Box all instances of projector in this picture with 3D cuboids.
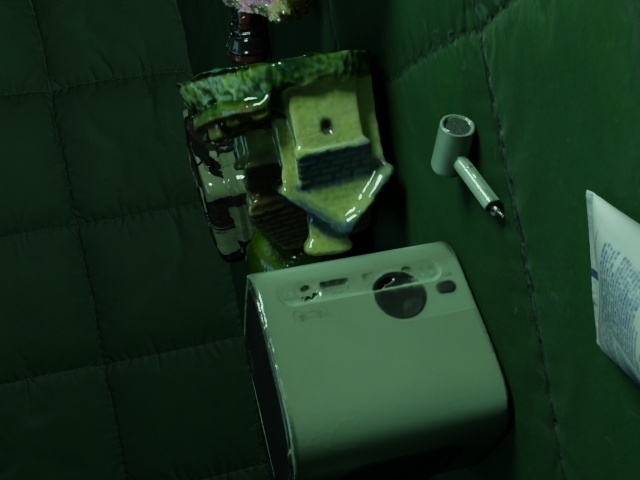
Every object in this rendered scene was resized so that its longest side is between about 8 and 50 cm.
[{"bbox_3d":[0.052,0.162,1.056,0.248,0.249,0.248,102,155,-61],"label":"projector"}]

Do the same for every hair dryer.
[{"bbox_3d":[0.155,-0.068,0.898,0.063,0.038,0.124,94,155,-49],"label":"hair dryer"}]

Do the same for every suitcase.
[{"bbox_3d":[-0.182,-0.120,1.990,0.351,0.194,0.339,-113,11,-46],"label":"suitcase"}]

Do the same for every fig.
[{"bbox_3d":[0.000,0.000,1.419,0.235,0.203,0.203,-63,10,-8],"label":"fig"}]

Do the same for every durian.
[{"bbox_3d":[-0.087,-0.471,1.465,0.341,0.112,0.191,-141,50,-59],"label":"durian"}]

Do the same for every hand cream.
[{"bbox_3d":[0.232,0.057,0.598,0.248,0.083,0.133,-105,8,-73],"label":"hand cream"}]

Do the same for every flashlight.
[{"bbox_3d":[-0.149,-0.475,1.776,0.093,0.093,0.232,-119,24,-54],"label":"flashlight"}]

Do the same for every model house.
[{"bbox_3d":[-0.044,-0.113,1.230,0.321,0.261,0.266,-144,41,-80],"label":"model house"}]
